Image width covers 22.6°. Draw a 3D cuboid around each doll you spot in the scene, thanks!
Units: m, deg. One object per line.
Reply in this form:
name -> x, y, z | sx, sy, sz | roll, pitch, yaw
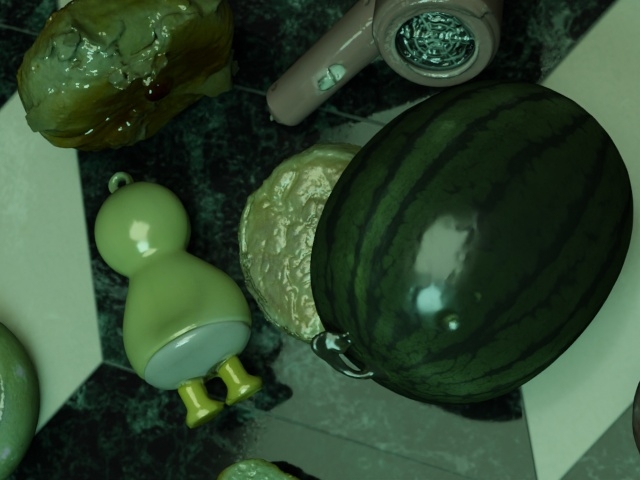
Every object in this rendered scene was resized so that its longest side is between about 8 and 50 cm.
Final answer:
doll -> -0.158, 0.051, 1.704 | 0.141, 0.117, 0.296 | -31, 62, 13

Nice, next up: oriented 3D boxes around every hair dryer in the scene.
hair dryer -> 0.052, -0.201, 1.627 | 0.352, 0.125, 0.210 | -40, 29, 40

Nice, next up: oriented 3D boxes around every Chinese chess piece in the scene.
Chinese chess piece -> -0.423, 0.179, 1.743 | 0.237, 0.092, 0.238 | -3, 77, 13

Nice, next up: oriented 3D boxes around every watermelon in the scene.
watermelon -> 0.138, 0.007, 1.535 | 0.279, 0.279, 0.359 | 34, 68, 16

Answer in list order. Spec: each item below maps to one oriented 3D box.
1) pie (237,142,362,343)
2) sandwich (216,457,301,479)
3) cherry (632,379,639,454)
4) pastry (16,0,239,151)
pie -> -0.001, 0.000, 1.698 | 0.185, 0.052, 0.218 | 13, 87, 13
sandwich -> -0.060, 0.335, 1.602 | 0.186, 0.065, 0.215 | 26, 57, 19
cherry -> 0.420, 0.180, 1.500 | 0.239, 0.206, 0.239 | 7, 57, -12
pastry -> -0.197, -0.181, 1.677 | 0.257, 0.236, 0.121 | -29, 75, -24
